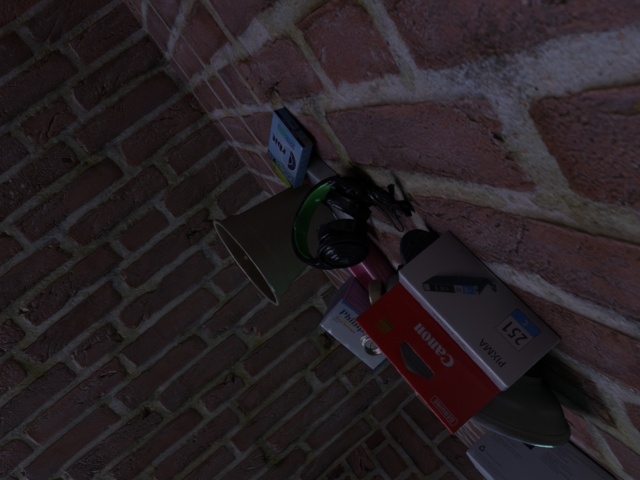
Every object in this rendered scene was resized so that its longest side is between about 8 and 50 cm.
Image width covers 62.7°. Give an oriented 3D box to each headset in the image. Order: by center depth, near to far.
[{"bbox_3d":[0.051,-0.060,1.292,0.185,0.244,0.394,24,160,-39],"label":"headset"}]

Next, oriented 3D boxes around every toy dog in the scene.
[{"bbox_3d":[0.251,0.210,1.603,0.220,0.161,0.334,12,128,10],"label":"toy dog"}]

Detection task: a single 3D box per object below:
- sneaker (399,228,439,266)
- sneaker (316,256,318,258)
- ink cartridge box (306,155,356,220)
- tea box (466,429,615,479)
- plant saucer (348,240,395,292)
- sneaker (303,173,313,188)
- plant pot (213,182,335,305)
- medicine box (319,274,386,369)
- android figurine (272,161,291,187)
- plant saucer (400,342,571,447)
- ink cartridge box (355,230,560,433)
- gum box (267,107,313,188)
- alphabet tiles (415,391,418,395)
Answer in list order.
[{"bbox_3d":[0.285,0.116,1.153,0.319,0.112,0.131,50,170,15],"label":"sneaker"},{"bbox_3d":[0.000,0.000,2.049,0.296,0.104,0.147,9,-101,-85],"label":"sneaker"},{"bbox_3d":[0.069,-0.102,1.623,0.239,0.060,0.275,45,170,34],"label":"ink cartridge box"},{"bbox_3d":[0.630,0.693,1.436,0.324,0.220,0.329,54,172,-27],"label":"tea box"},{"bbox_3d":[0.163,0.085,1.863,0.332,0.084,0.332,50,172,10],"label":"plant saucer"},{"bbox_3d":[-0.009,-0.116,1.904,0.145,0.090,0.270,50,170,32],"label":"sneaker"},{"bbox_3d":[-0.121,-0.015,1.691,0.334,0.305,0.334,48,165,18],"label":"plant pot"},{"bbox_3d":[0.167,0.293,1.987,0.263,0.149,0.289,40,-157,-1],"label":"medicine box"},{"bbox_3d":[-0.107,-0.237,2.047,0.248,0.056,0.273,51,173,1],"label":"android figurine"},{"bbox_3d":[0.369,0.291,1.166,0.400,0.101,0.400,22,-170,-4],"label":"plant saucer"},{"bbox_3d":[0.253,0.170,1.020,0.296,0.261,0.066,48,172,23],"label":"ink cartridge box"},{"bbox_3d":[-0.094,-0.271,1.560,0.157,0.041,0.184,53,151,22],"label":"gum box"},{"bbox_3d":[0.306,0.385,1.807,0.278,0.021,0.284,49,-153,-71],"label":"alphabet tiles"}]
